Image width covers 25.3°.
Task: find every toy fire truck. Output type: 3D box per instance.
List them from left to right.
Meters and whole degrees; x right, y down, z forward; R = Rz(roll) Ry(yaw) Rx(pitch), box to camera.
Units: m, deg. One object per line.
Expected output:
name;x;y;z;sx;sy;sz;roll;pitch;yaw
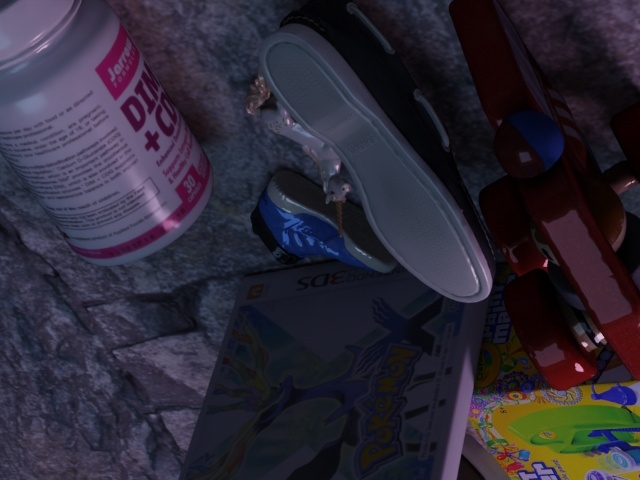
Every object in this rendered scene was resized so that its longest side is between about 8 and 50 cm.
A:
toy fire truck;0.194;-0.042;1.139;0.169;0.302;0.254;-30;127;18

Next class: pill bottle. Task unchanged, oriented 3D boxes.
pill bottle;-0.228;-0.125;1.309;0.160;0.160;0.283;-7;134;28

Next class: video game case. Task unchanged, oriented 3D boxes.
video game case;0.011;0.149;1.391;0.300;0.329;0.036;-11;136;31

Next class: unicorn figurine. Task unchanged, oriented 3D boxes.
unicorn figurine;-0.002;-0.100;1.336;0.162;0.060;0.111;41;138;-1

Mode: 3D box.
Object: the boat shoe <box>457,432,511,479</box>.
boat shoe;0.103;0.226;1.483;0.117;0.096;0.324;56;172;-31

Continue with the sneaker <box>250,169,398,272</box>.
sneaker;0.000;-0.001;1.435;0.152;0.058;0.084;31;133;-7

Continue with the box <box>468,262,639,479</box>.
box;0.327;0.163;1.403;0.279;0.177;0.290;-10;132;31

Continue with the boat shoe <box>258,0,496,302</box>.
boat shoe;0.071;-0.082;1.245;0.114;0.091;0.302;-12;119;49
